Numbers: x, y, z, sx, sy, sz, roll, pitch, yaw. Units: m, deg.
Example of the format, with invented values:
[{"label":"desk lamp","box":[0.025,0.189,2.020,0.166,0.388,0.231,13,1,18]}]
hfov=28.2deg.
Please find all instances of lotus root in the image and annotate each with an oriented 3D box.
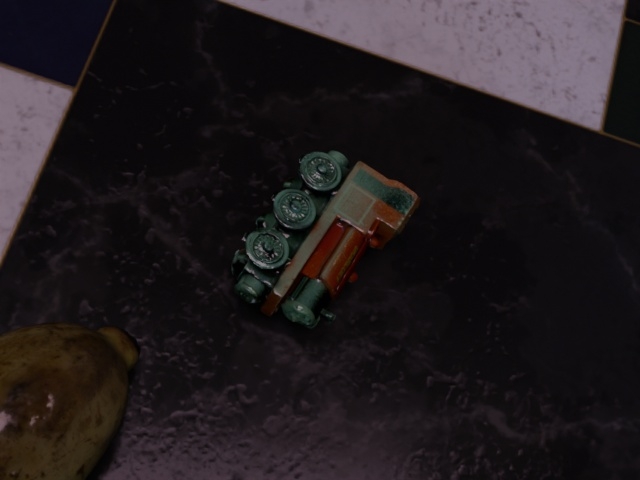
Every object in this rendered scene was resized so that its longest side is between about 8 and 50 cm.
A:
[{"label":"lotus root","box":[-0.225,0.133,1.005,0.138,0.138,0.214,39,53,7]}]

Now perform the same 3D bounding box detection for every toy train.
[{"label":"toy train","box":[0.000,0.000,1.139,0.118,0.074,0.176,32,61,0]}]
